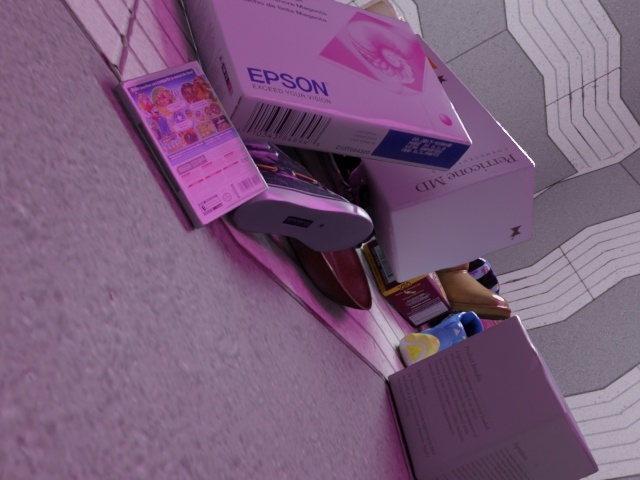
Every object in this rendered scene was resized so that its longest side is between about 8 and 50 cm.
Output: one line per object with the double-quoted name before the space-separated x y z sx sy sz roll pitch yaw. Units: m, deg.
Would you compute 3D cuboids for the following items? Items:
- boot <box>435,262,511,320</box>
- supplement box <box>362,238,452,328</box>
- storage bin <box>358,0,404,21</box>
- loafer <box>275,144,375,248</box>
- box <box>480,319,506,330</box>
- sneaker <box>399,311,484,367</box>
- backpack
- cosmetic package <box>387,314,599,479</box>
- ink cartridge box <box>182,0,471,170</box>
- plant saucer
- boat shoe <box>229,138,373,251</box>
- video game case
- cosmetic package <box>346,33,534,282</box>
"boot" 0.277 0.008 1.294 0.089 0.236 0.270 15 83 -39
"supplement box" 0.156 0.068 1.186 0.188 0.081 0.104 45 21 -55
"storage bin" 0.088 -0.485 1.686 0.123 0.260 0.262 65 12 -5
"loafer" 0.018 -0.106 0.958 0.302 0.095 0.109 53 14 -37
"box" 0.415 0.319 1.544 0.300 0.154 0.142 68 13 21
"sneaker" 0.211 0.174 1.077 0.091 0.126 0.240 66 13 16
"backpack" 0.286 0.092 1.450 0.158 0.173 0.117 56 14 -25
"cosmetic package" 0.207 0.221 0.824 0.151 0.183 0.151 53 16 -37
"ink cartridge box" -0.001 -0.244 0.849 0.324 0.071 0.330 3 53 -33
"plant saucer" 0.000 0.000 0.801 0.199 0.036 0.198 57 14 -23
"boat shoe" -0.021 -0.046 0.662 0.183 0.065 0.083 15 44 -48
"video game case" -0.098 -0.079 0.536 0.087 0.011 0.122 -37 100 -49
"cosmetic package" 0.152 -0.162 1.151 0.453 0.230 0.161 -114 -173 -46
